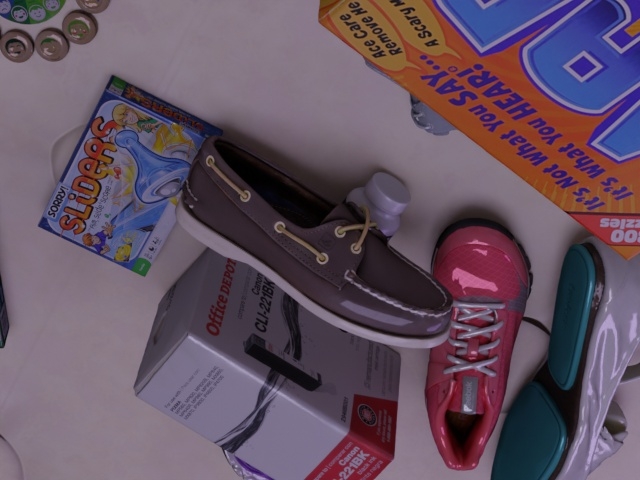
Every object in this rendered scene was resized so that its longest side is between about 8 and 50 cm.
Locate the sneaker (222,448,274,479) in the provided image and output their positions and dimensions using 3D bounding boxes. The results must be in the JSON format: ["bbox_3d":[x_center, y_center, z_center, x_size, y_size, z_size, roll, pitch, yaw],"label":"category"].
[{"bbox_3d":[-0.060,0.267,1.799,0.071,0.068,0.170,-44,118,12],"label":"sneaker"}]

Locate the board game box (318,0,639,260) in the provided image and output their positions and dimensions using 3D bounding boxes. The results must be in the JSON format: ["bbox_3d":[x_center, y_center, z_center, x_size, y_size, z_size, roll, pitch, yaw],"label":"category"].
[{"bbox_3d":[0.255,-0.280,1.171,0.356,0.356,0.356,34,127,-26],"label":"board game box"}]

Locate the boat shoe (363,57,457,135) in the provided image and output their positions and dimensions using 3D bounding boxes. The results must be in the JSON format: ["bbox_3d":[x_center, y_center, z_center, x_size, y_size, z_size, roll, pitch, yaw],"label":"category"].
[{"bbox_3d":[0.134,-0.140,1.492,0.228,0.079,0.081,24,118,-12],"label":"boat shoe"}]

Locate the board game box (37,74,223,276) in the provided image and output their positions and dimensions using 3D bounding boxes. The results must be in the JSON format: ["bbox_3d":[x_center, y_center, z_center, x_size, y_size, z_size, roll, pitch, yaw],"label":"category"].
[{"bbox_3d":[-0.211,-0.068,1.607,0.136,0.035,0.201,26,122,-10],"label":"board game box"}]

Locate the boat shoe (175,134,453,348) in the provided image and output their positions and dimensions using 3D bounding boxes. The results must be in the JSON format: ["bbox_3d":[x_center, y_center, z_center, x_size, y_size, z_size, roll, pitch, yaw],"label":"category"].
[{"bbox_3d":[0.000,0.000,1.512,0.324,0.116,0.096,30,122,15],"label":"boat shoe"}]

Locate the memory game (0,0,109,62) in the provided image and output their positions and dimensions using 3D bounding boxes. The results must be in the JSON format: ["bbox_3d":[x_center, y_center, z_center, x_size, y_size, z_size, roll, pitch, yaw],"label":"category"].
[{"bbox_3d":[-0.309,-0.266,1.505,0.186,0.012,0.186,3,123,5],"label":"memory game"}]

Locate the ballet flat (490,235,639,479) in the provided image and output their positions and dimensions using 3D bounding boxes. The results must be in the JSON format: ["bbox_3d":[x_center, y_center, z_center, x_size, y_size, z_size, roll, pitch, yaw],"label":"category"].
[{"bbox_3d":[0.305,0.172,1.655,0.139,0.139,0.400,12,122,-1],"label":"ballet flat"}]

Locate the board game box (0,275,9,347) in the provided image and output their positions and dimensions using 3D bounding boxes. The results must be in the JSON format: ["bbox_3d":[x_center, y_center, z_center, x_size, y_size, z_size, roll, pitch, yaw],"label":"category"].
[{"bbox_3d":[-0.484,-0.013,1.655,0.214,0.046,0.317,-1,122,0],"label":"board game box"}]

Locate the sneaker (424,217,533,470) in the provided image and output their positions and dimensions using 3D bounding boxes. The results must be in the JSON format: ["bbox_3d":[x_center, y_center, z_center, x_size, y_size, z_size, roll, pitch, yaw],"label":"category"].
[{"bbox_3d":[0.176,0.125,1.623,0.116,0.136,0.313,3,123,4],"label":"sneaker"}]

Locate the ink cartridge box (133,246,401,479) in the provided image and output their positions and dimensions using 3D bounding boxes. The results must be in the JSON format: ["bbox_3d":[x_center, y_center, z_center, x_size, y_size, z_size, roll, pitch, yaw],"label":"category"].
[{"bbox_3d":[-0.053,0.150,1.631,0.273,0.197,0.114,32,119,-14],"label":"ink cartridge box"}]

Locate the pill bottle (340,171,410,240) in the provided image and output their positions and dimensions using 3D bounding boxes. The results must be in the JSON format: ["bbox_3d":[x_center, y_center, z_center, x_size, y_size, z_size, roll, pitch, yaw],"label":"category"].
[{"bbox_3d":[0.045,-0.016,1.590,0.067,0.067,0.120,31,121,-12],"label":"pill bottle"}]
